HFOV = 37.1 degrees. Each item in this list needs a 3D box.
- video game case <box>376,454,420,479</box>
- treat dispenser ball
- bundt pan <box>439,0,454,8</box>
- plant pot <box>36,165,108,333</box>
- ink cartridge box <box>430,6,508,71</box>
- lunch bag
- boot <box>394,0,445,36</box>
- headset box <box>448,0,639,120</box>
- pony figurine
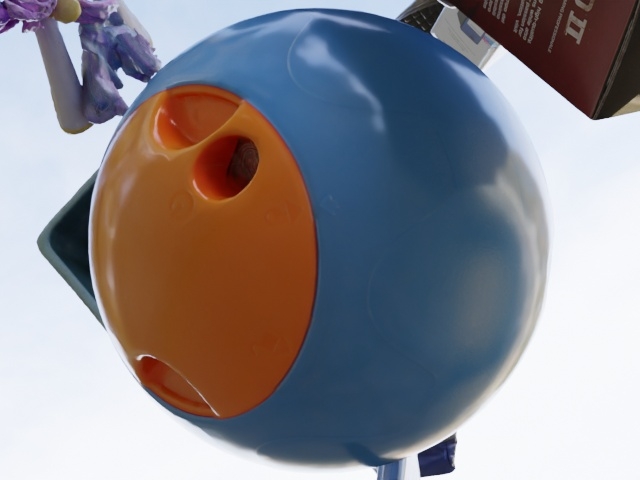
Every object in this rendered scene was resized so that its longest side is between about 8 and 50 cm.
[{"bbox_3d":[0.057,0.255,0.662,0.023,0.183,0.201,-4,-61,12],"label":"video game case"},{"bbox_3d":[0.000,0.000,0.602,0.288,0.288,0.288,-13,-39,-11],"label":"treat dispenser ball"},{"bbox_3d":[0.145,-0.392,0.888,0.331,0.331,0.124,-23,-21,1],"label":"bundt pan"},{"bbox_3d":[-0.096,0.024,1.035,0.247,0.248,0.252,-48,-37,-2],"label":"plant pot"},{"bbox_3d":[0.244,-0.309,1.172,0.154,0.093,0.212,-37,-4,-14],"label":"ink cartridge box"},{"bbox_3d":[0.089,0.203,0.981,0.098,0.067,0.065,-5,-78,-19],"label":"lunch bag"},{"bbox_3d":[0.253,-0.456,1.638,0.118,0.222,0.338,34,-38,-25],"label":"boot"},{"bbox_3d":[0.167,-0.183,0.509,0.218,0.293,0.110,-13,-45,-26],"label":"headset box"},{"bbox_3d":[-0.244,-0.266,0.793,0.303,0.351,0.363,-23,-35,-8],"label":"pony figurine"}]
